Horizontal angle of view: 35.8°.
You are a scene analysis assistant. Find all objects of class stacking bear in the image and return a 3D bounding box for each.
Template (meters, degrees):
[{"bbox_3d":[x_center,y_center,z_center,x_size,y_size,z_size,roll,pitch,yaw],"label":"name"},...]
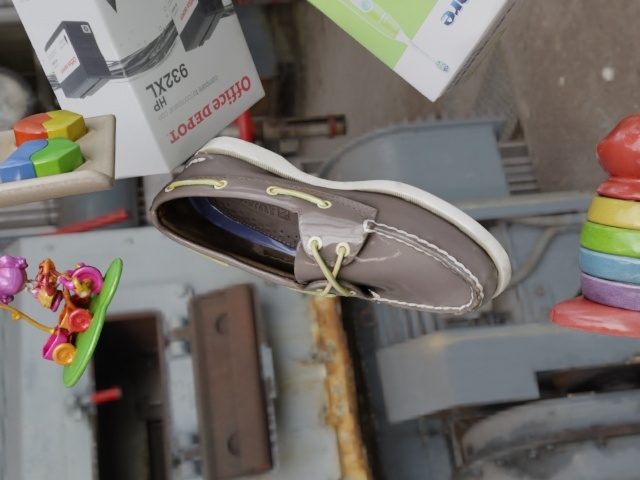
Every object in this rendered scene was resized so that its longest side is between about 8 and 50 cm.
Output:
[{"bbox_3d":[0.422,-0.027,1.323,0.164,0.175,0.289,10,101,37],"label":"stacking bear"}]

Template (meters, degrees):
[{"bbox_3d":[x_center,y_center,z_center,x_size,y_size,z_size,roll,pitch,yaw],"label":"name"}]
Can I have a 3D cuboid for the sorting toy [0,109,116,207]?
[{"bbox_3d":[-0.265,-0.067,0.806,0.208,0.193,0.038,-117,18,-68],"label":"sorting toy"}]

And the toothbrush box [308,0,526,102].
[{"bbox_3d":[0.090,-0.325,1.073,0.122,0.283,0.206,-36,-17,-54],"label":"toothbrush box"}]

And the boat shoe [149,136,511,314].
[{"bbox_3d":[0.000,0.000,0.855,0.097,0.324,0.116,-45,-34,-41],"label":"boat shoe"}]

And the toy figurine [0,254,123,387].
[{"bbox_3d":[-0.342,0.072,1.178,0.173,0.159,0.130,-62,23,13],"label":"toy figurine"}]

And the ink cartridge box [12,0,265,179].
[{"bbox_3d":[-0.215,-0.256,1.161,0.223,0.129,0.307,-48,-53,-46],"label":"ink cartridge box"}]
